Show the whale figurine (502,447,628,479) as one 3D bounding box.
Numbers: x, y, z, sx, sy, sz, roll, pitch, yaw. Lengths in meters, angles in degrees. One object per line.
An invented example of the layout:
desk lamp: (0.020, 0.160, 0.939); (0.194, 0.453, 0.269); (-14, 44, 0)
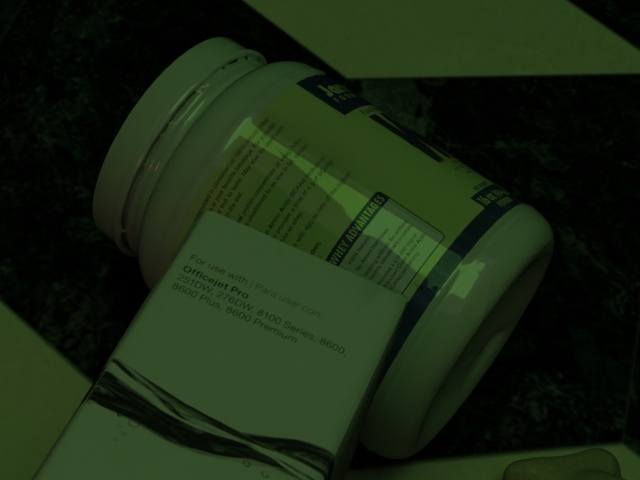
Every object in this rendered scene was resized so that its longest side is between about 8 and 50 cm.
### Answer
whale figurine: (0.236, 0.270, 1.175); (0.216, 0.141, 0.272); (-7, 29, -19)

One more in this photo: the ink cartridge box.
ink cartridge box: (-0.105, 0.220, 1.006); (0.166, 0.285, 0.395); (23, 50, 6)

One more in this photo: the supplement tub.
supplement tub: (0.000, 0.000, 1.249); (0.324, 0.235, 0.235); (34, 51, 14)
